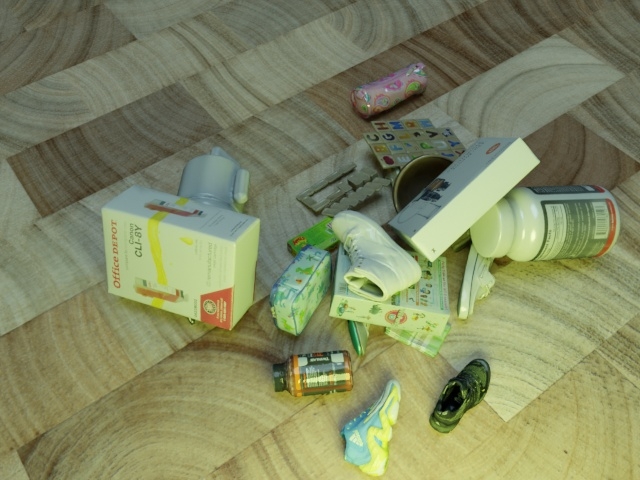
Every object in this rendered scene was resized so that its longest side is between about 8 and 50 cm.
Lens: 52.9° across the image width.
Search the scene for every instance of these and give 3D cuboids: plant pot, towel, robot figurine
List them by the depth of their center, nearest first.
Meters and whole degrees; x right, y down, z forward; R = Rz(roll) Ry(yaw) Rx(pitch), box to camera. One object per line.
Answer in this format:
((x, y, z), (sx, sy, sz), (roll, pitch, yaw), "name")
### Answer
((0.264, 0.238, 1.740), (0.152, 0.023, 0.113), (25, 58, 19), "towel")
((-0.326, -0.113, 1.913), (0.300, 0.200, 0.353), (-26, 43, 33), "robot figurine")
((0.326, -0.146, 1.948), (0.237, 0.237, 0.110), (-9, 12, -5), "plant pot")

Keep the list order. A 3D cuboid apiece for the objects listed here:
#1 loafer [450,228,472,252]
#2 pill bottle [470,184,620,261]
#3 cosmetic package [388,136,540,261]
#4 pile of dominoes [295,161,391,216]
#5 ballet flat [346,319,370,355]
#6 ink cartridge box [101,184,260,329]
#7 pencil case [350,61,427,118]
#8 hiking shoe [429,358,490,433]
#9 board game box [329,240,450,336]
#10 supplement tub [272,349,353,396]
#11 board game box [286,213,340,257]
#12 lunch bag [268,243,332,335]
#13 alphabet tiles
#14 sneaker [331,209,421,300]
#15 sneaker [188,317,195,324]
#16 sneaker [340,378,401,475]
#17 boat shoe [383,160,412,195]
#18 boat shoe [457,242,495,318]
((0.442, -0.021, 1.914), (0.148, 0.056, 0.050), (-29, 63, -20), "loafer")
((0.621, -0.048, 1.800), (0.363, 0.210, 0.210), (-2, 51, -14), "pill bottle")
((0.376, -0.124, 1.759), (0.377, 0.284, 0.097), (-43, 103, 1), "cosmetic package")
((0.076, -0.149, 2.028), (0.251, 0.040, 0.196), (-33, 42, -18), "pile of dominoes")
((0.097, 0.210, 1.736), (0.068, 0.072, 0.213), (-14, 53, -14), "ballet flat")
((-0.375, 0.043, 1.726), (0.385, 0.279, 0.160), (15, 31, 14), "ink cartridge box")
((0.246, -0.534, 2.278), (0.284, 0.124, 0.124), (-28, 57, -18), "pencil case")
((0.355, 0.368, 1.578), (0.086, 0.114, 0.227), (31, 59, 22), "hiking shoe")
((0.186, 0.124, 1.736), (0.303, 0.097, 0.224), (10, 42, -1), "board game box")
((-0.020, 0.336, 1.619), (0.198, 0.106, 0.106), (-5, 52, -3), "supplement tub")
((0.000, 0.000, 1.917), (0.181, 0.043, 0.092), (-32, 57, -22), "board game box")
((-0.050, 0.136, 1.733), (0.090, 0.176, 0.219), (19, 53, 22), "lunch bag")
((0.321, -0.308, 2.115), (0.343, 0.011, 0.285), (-8, 50, -22), "alphabet tiles")
((0.102, 0.037, 1.663), (0.292, 0.108, 0.169), (39, 45, 27), "sneaker")
((-0.350, 0.194, 1.783), (0.035, 0.031, 0.083), (-7, 52, -5), "sneaker")
((0.118, 0.435, 1.549), (0.126, 0.091, 0.240), (11, 54, 11), "sneaker")
((0.229, -0.203, 2.060), (0.072, 0.068, 0.190), (-23, 52, 4), "boat shoe")
((0.440, 0.114, 1.791), (0.088, 0.096, 0.267), (14, 43, 12), "boat shoe")
